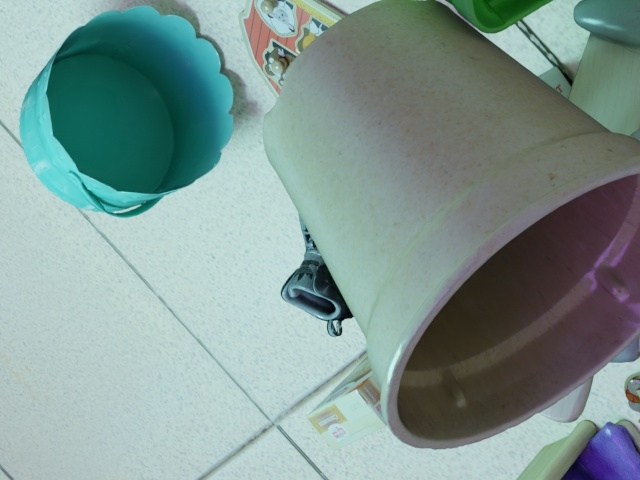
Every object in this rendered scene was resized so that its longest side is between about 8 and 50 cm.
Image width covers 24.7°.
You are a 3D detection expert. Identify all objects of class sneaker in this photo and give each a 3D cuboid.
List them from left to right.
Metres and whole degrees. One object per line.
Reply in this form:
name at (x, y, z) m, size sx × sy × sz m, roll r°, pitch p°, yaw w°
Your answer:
sneaker at (0.000, 0.000, 1.993) m, size 0.101 × 0.153 × 0.268 m, roll -9°, pitch 115°, yaw 48°

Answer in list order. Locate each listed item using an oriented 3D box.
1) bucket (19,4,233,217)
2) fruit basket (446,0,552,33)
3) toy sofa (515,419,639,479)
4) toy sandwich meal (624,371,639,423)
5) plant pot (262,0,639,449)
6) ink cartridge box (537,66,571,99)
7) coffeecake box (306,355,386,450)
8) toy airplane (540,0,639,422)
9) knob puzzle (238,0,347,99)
bucket at (-0.276, -0.171, 2.028) m, size 0.281 × 0.281 × 0.183 m, roll 54°, pitch 151°, yaw -8°
fruit basket at (0.247, -0.367, 1.250) m, size 0.392 × 0.392 × 0.283 m, roll 9°, pitch 128°, yaw 40°
toy sofa at (0.422, 0.424, 1.953) m, size 0.362 × 0.150 × 0.177 m, roll 50°, pitch 144°, yaw -1°
toy sandwich meal at (0.420, 0.204, 1.859) m, size 0.086 × 0.029 × 0.085 m, roll 26°, pitch 138°, yaw 27°
plant pot at (0.114, -0.041, 1.282) m, size 0.305 × 0.334 × 0.334 m, roll 52°, pitch 148°, yaw 31°
ink cartridge box at (0.264, -0.067, 1.672) m, size 0.212 × 0.154 × 0.093 m, roll 53°, pitch 143°, yaw -6°
coffeecake box at (0.088, 0.200, 2.055) m, size 0.068 × 0.185 × 0.142 m, roll 51°, pitch 143°, yaw -3°
toy airplane at (0.293, -0.069, 1.451) m, size 0.386 × 0.384 × 0.272 m, roll 59°, pitch 176°, yaw 4°
knob puzzle at (-0.038, -0.244, 1.918) m, size 0.213 × 0.030 × 0.213 m, roll 26°, pitch 138°, yaw 26°
